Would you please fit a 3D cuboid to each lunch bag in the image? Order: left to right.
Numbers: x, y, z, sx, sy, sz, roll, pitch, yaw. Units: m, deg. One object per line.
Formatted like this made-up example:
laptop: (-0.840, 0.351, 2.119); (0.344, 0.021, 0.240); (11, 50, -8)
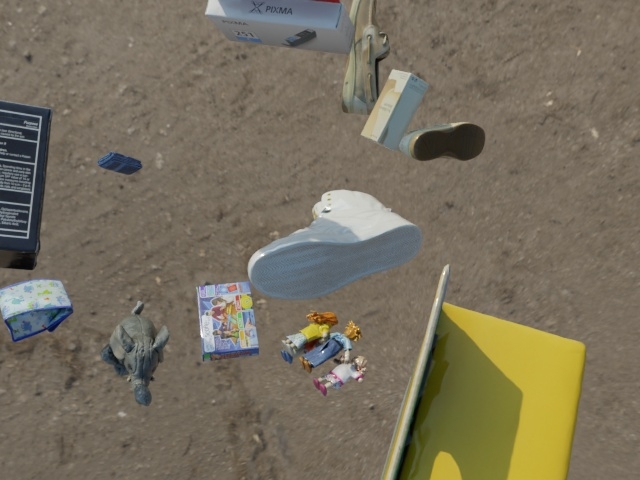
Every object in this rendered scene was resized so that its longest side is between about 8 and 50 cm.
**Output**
lunch bag: (-0.691, 0.160, 1.589); (0.151, 0.096, 0.129); (-22, 42, -23)

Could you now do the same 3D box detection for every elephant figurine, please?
elephant figurine: (-0.445, 0.276, 1.629); (0.169, 0.239, 0.186); (-38, 103, -22)

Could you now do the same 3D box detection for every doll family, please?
doll family: (0.012, 0.251, 1.595); (0.163, 0.118, 0.263); (-29, 32, -22)

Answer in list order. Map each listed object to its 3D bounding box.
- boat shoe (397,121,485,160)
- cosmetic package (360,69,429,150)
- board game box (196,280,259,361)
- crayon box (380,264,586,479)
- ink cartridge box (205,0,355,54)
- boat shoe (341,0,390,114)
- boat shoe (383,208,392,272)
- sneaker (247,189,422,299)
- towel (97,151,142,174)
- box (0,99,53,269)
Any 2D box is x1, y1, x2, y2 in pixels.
boat shoe: (0.339, -0.278, 1.827); (0.098, 0.302, 0.109); (24, 119, 50)
cosmetic package: (0.114, -0.202, 1.015); (0.041, 0.060, 0.115); (22, 98, -30)
board game box: (-0.230, 0.195, 1.610); (0.136, 0.035, 0.201); (-5, 51, -10)
crayon box: (0.070, 0.172, 0.389); (0.083, 0.323, 0.203); (16, 68, 11)
ink cartridge box: (-0.098, -0.478, 1.347); (0.296, 0.261, 0.066); (11, 85, 15)
boat shoe: (0.128, -0.497, 1.688); (0.110, 0.121, 0.341); (9, 105, 13)
boat shoe: (0.152, -0.003, 1.790); (0.084, 0.258, 0.095); (5, 51, 9)
sneaker: (0.000, 0.000, 1.079); (0.292, 0.108, 0.169); (-12, 31, -22)
towel: (-0.564, -0.214, 1.840); (0.067, 0.119, 0.029); (-27, 72, 22)
box: (-0.682, -0.111, 1.243); (0.296, 0.182, 0.294); (7, 74, -24)
